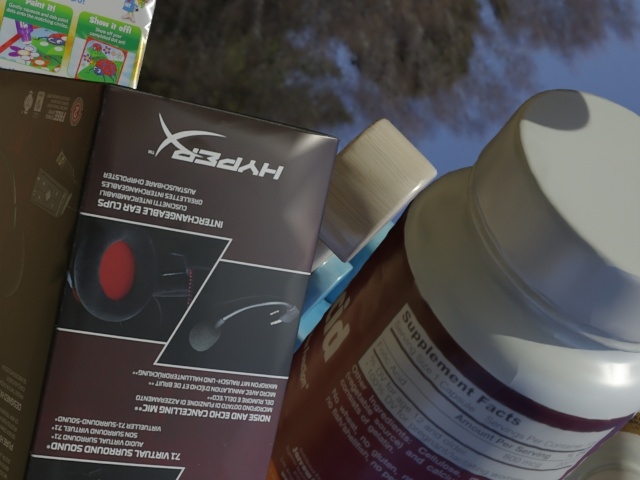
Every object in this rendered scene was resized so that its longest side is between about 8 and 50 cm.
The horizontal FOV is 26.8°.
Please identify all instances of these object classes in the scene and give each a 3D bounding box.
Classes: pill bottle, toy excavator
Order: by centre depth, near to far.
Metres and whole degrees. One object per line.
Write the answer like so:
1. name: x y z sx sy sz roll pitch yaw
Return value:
1. pill bottle: 0.119 0.086 1.026 0.392 0.224 0.224 -53 -174 38
2. toy excavator: 0.000 0.000 1.529 0.445 0.222 0.433 -47 175 28
3. pill bottle: 0.353 0.272 1.606 0.131 0.131 0.229 -16 -161 18

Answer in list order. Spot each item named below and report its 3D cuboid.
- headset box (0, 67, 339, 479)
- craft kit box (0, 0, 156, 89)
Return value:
1. headset box: -0.117 0.076 0.609 0.110 0.293 0.218 10 -176 -31
2. craft kit box: -0.308 -0.241 1.444 0.250 0.246 0.061 14 -178 -27
